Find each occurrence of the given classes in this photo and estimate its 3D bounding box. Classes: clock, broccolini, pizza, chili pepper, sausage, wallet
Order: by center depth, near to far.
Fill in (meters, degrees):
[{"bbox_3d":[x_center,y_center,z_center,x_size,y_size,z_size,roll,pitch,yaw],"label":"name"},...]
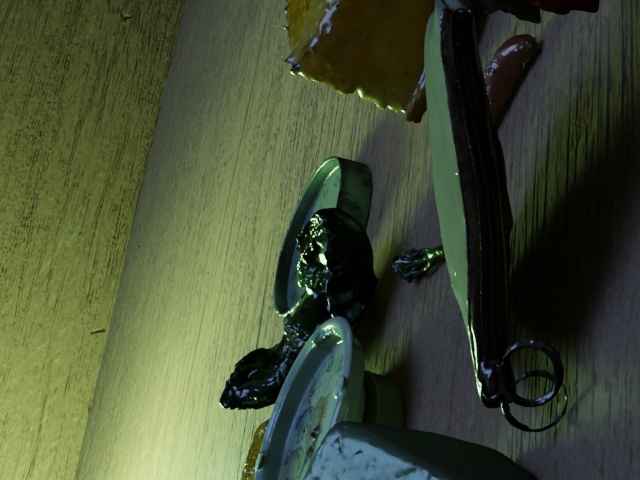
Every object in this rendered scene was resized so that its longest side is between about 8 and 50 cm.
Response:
[{"bbox_3d":[0.128,-0.041,1.287,0.275,0.068,0.335,-95,-4,-77],"label":"wallet"},{"bbox_3d":[0.164,-0.135,1.557,0.036,0.042,0.158,-21,-35,-57],"label":"sausage"},{"bbox_3d":[0.113,0.012,1.587,0.035,0.030,0.140,-38,4,-28],"label":"broccolini"},{"bbox_3d":[-0.003,0.191,1.599,0.236,0.053,0.236,-160,90,-75],"label":"clock"},{"bbox_3d":[0.023,0.245,1.607,0.235,0.029,0.235,-161,90,-77],"label":"clock"},{"bbox_3d":[-0.001,0.081,1.760,0.148,0.116,0.264,-38,-24,-55],"label":"chili pepper"},{"bbox_3d":[-0.053,0.252,1.825,0.131,0.041,0.178,-64,14,-19],"label":"pizza"},{"bbox_3d":[0.000,0.000,1.963,0.215,0.042,0.215,-160,90,-75],"label":"clock"}]

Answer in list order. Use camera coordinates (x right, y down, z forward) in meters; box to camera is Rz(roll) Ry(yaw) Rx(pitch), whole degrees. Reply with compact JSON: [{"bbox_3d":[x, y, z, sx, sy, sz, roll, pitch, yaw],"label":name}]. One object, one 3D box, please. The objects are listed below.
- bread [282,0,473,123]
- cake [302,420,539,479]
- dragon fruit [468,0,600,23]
[{"bbox_3d":[0.071,-0.306,1.786,0.340,0.194,0.179,-94,27,-48],"label":"bread"},{"bbox_3d":[0.078,0.241,1.134,0.283,0.172,0.158,-142,69,-73],"label":"cake"},{"bbox_3d":[0.197,-0.308,1.249,0.244,0.244,0.299,-51,17,53],"label":"dragon fruit"}]
